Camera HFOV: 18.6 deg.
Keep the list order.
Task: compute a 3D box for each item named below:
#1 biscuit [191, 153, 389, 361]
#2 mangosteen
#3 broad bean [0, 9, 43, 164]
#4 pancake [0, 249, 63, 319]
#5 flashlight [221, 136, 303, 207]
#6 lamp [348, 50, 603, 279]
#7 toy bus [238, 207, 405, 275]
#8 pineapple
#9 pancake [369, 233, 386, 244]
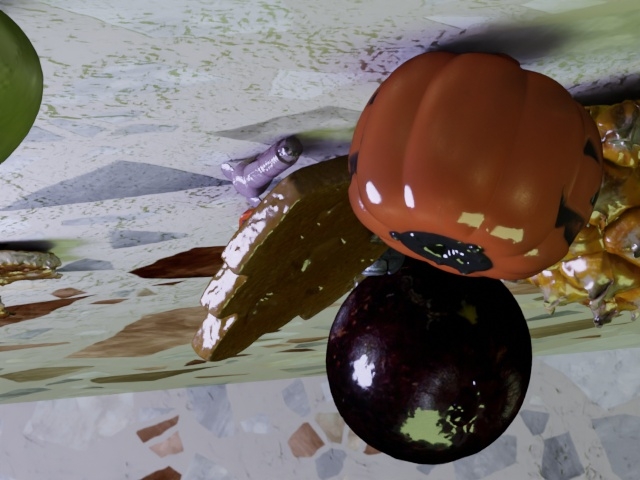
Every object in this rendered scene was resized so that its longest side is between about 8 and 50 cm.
[{"bbox_3d":[-0.008,-0.006,1.786,0.278,0.043,0.301,-33,160,-11],"label":"biscuit"},{"bbox_3d":[0.100,0.113,2.069,0.228,0.228,0.265,-1,-156,-31],"label":"mangosteen"},{"bbox_3d":[-0.279,-0.088,1.130,0.238,0.119,0.291,-4,171,-13],"label":"broad bean"},{"bbox_3d":[-0.393,0.051,2.041,0.257,0.056,0.212,-3,170,-18],"label":"pancake"},{"bbox_3d":[-0.046,-0.065,1.688,0.031,0.052,0.110,-46,-173,-34],"label":"flashlight"},{"bbox_3d":[0.116,-0.062,1.442,0.187,0.164,0.187,16,166,4],"label":"lamp"},{"bbox_3d":[0.000,0.000,1.972,0.174,0.079,0.077,-1,177,-34],"label":"toy bus"},{"bbox_3d":[0.207,0.000,1.701,0.286,0.209,0.344,-6,172,-6],"label":"pineapple"},{"bbox_3d":[0.097,-0.015,1.816,0.115,0.011,0.115,-17,169,-3],"label":"pancake"}]
